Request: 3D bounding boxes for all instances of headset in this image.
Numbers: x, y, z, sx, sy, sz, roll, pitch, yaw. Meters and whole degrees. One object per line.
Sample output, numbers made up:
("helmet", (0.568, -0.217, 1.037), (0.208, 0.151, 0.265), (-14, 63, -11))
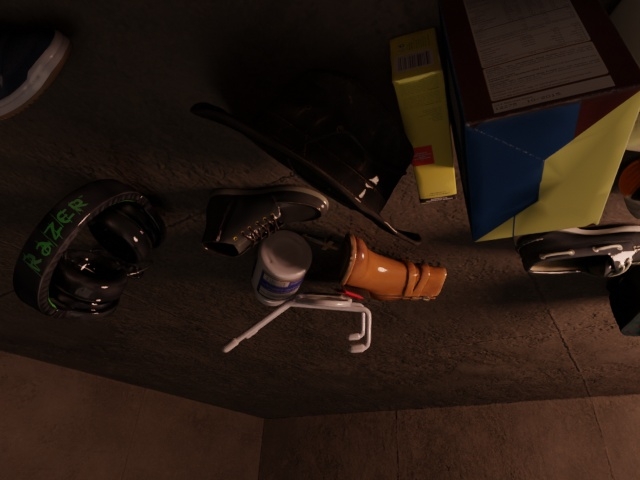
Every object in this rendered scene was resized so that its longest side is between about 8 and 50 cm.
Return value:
("headset", (-0.418, 0.017, 0.771), (0.185, 0.243, 0.394), (30, 165, 3))

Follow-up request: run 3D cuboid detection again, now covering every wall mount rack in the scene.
("wall mount rack", (-0.044, 0.184, 0.952), (0.304, 0.130, 0.350), (3, 174, 3))

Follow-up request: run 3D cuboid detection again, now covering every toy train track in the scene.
("toy train track", (0.000, 0.000, 0.882), (0.083, 0.014, 0.048), (20, 152, -15))

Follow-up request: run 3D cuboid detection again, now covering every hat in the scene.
("hat", (0.015, -0.129, 0.522), (0.331, 0.331, 0.134), (27, 100, -33))

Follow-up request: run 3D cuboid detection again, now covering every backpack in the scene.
("backpack", (0.796, 0.134, 0.881), (0.254, 0.191, 0.225), (-10, 145, 10))

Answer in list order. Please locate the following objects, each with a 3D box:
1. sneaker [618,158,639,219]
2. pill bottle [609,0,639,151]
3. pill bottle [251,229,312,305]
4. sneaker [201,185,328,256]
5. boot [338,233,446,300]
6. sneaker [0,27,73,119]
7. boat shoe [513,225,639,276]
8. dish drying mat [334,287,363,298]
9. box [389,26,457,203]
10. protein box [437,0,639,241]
("sneaker", (0.603, -0.094, 0.621), (0.263, 0.099, 0.121), (-9, 154, 32))
("pill bottle", (0.484, -0.154, 0.415), (0.361, 0.204, 0.204), (6, 148, -6))
("pill bottle", (-0.092, 0.070, 0.907), (0.112, 0.112, 0.186), (10, 148, -12))
("sneaker", (-0.097, -0.027, 0.745), (0.222, 0.118, 0.083), (-1, 148, 7))
("boot", (0.152, 0.071, 0.876), (0.220, 0.109, 0.283), (5, 154, 8))
("sneaker", (-0.441, -0.220, 0.486), (0.282, 0.099, 0.153), (-9, 148, 24))
("boat shoe", (0.532, 0.030, 0.810), (0.303, 0.091, 0.114), (1, 148, 3))
("dish drying mat", (0.063, 0.119, 0.921), (0.032, 0.008, 0.083), (7, 166, 33))
("box", (0.143, -0.151, 0.559), (0.058, 0.087, 0.232), (-8, 147, 17))
("protein box", (0.218, -0.141, 0.459), (0.136, 0.201, 0.199), (-9, 146, 17))
